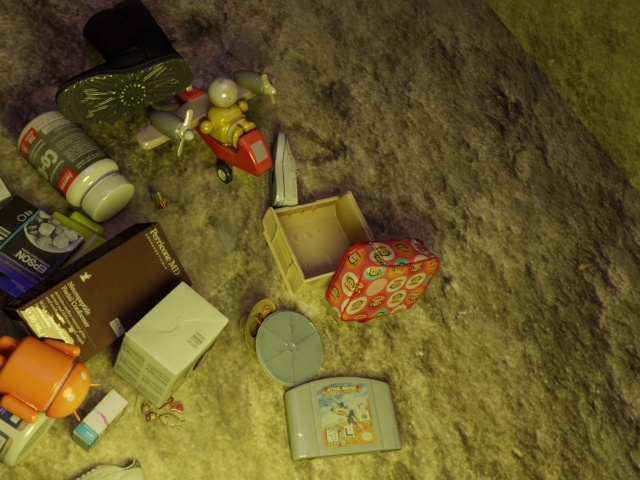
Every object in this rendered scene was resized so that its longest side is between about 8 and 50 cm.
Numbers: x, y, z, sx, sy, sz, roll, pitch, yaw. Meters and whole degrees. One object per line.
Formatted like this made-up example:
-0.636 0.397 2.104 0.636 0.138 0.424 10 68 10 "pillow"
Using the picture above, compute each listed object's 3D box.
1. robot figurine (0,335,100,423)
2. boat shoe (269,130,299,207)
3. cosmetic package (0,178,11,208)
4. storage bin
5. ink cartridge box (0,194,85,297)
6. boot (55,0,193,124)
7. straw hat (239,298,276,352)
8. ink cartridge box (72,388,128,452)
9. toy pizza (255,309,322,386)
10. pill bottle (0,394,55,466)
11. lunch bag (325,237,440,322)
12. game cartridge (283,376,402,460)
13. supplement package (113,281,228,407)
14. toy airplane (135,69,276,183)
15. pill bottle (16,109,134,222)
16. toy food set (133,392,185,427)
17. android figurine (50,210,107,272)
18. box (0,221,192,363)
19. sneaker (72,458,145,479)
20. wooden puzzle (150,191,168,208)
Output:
-0.566 0.277 1.328 0.219 0.158 0.128 32 96 -11 "robot figurine"
-0.106 -0.211 1.976 0.084 0.095 0.258 8 66 -20 "boat shoe"
-0.895 -0.094 1.598 0.231 0.085 0.117 -30 76 -31 "cosmetic package"
0.000 0.000 1.870 0.262 0.123 0.260 -14 68 -27 "storage bin"
-0.717 0.017 1.565 0.206 0.045 0.208 32 57 1 "ink cartridge box"
-0.602 -0.524 1.850 0.367 0.146 0.445 -20 49 -20 "boot"
-0.177 0.219 1.707 0.061 0.144 0.144 7 49 29 "straw hat"
-0.493 0.404 1.463 0.052 0.088 0.122 37 55 2 "ink cartridge box"
-0.083 0.283 1.713 0.201 0.032 0.201 14 63 -29 "toy pizza"
-0.706 0.342 1.377 0.264 0.153 0.153 35 55 0 "pill bottle"
0.165 0.122 1.793 0.293 0.258 0.120 -4 41 -36 "lunch bag"
0.057 0.451 1.675 0.297 0.062 0.198 1 66 -21 "game cartridge"
-0.352 0.246 1.528 0.149 0.203 0.194 39 49 5 "supplement package"
-0.310 -0.385 1.880 0.384 0.272 0.386 10 59 -15 "toy airplane"
-0.636 -0.191 1.707 0.283 0.161 0.161 43 56 7 "pill bottle"
-0.378 0.398 1.554 0.122 0.019 0.078 13 58 -14 "toy food set"
-0.643 0.037 1.637 0.273 0.056 0.248 30 55 -3 "android figurine"
-0.516 0.130 1.543 0.381 0.143 0.191 -39 113 -35 "box"
-0.496 0.539 1.399 0.235 0.090 0.095 -3 50 -27 "sneaker"
-0.446 -0.110 1.791 0.006 0.083 0.049 -36 111 -32 "wooden puzzle"
